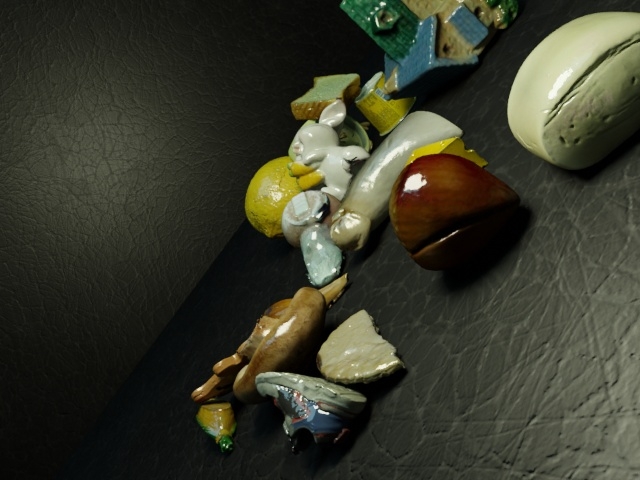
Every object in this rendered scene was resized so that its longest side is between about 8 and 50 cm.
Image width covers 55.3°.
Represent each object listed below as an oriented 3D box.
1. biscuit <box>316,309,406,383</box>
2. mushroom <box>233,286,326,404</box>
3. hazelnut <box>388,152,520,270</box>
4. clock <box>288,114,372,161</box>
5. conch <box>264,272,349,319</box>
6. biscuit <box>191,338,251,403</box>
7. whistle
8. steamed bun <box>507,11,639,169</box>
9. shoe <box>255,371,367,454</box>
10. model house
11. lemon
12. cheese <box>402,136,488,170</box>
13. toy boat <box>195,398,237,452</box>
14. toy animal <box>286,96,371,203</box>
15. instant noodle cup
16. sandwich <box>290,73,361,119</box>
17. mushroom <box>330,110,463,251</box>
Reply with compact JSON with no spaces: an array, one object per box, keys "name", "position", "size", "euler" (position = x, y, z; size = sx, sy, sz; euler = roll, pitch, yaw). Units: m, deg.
[{"name":"biscuit","position":[0.057,0.195,1.072],"size":[0.133,0.032,0.250],"euler":[-27,16,-3]},{"name":"mushroom","position":[-0.081,0.222,1.284],"size":[0.278,0.146,0.278],"euler":[-57,-3,-4]},{"name":"hazelnut","position":[0.220,-0.053,1.003],"size":[0.208,0.208,0.208],"euler":[-47,16,18]},{"name":"clock","position":[0.054,-0.325,2.015],"size":[0.308,0.235,0.096],"euler":[-58,1,-39]},{"name":"conch","position":[-0.063,0.170,1.453],"size":[0.330,0.093,0.109],"euler":[-44,17,28]},{"name":"biscuit","position":[-0.197,0.303,1.446],"size":[0.250,0.036,0.165],"euler":[-48,-22,22]},{"name":"whistle","position":[0.000,0.000,1.620],"size":[0.189,0.189,0.347],"euler":[-44,39,26]},{"name":"steamed bun","position":[0.398,-0.234,0.911],"size":[0.250,0.155,0.200],"euler":[-51,14,16]},{"name":"shoe","position":[-0.024,0.291,1.026],"size":[0.228,0.099,0.125],"euler":[1,79,45]},{"name":"model house","position":[0.268,-0.611,1.721],"size":[0.342,0.382,0.335],"euler":[-51,12,-16]},{"name":"lemon","position":[-0.114,-0.143,2.030],"size":[0.310,0.258,0.258],"euler":[-58,16,-21]},{"name":"cheese","position":[0.255,-0.151,1.264],"size":[0.171,0.093,0.126],"euler":[-27,28,55]},{"name":"toy boat","position":[-0.245,0.430,1.438],"size":[0.229,0.089,0.088],"euler":[169,100,-70]},{"name":"toy animal","position":[0.031,-0.253,1.781],"size":[0.247,0.182,0.310],"euler":[-31,52,-14]},{"name":"instant noodle cup","position":[0.207,-0.461,2.021],"size":[0.182,0.144,0.182],"euler":[-47,16,17]},{"name":"sandwich","position":[0.024,-0.470,1.992],"size":[0.186,0.065,0.214],"euler":[3,39,31]},{"name":"mushroom","position":[0.158,-0.140,1.474],"size":[0.397,0.126,0.177],"euler":[-50,23,-6]}]
